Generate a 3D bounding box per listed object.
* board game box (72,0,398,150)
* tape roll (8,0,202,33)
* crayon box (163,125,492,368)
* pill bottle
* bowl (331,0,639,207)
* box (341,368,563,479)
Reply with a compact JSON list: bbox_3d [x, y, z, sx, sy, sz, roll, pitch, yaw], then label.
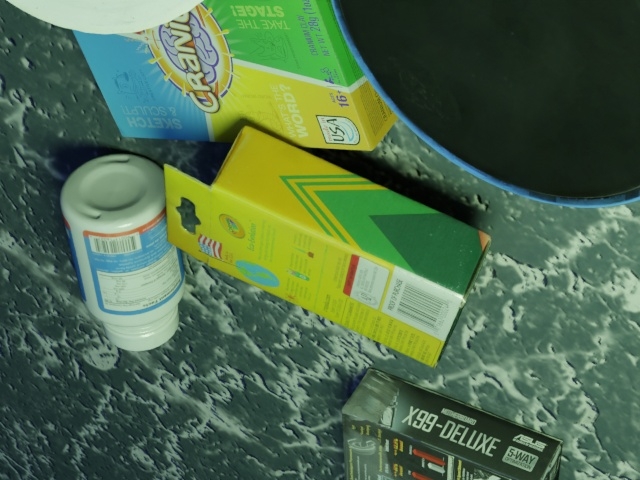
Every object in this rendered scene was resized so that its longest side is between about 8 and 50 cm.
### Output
[{"bbox_3d":[-0.102,-0.205,1.617,0.316,0.064,0.242,5,133,35],"label":"board game box"},{"bbox_3d":[-0.182,-0.321,1.390,0.286,0.100,0.286,6,121,11],"label":"tape roll"},{"bbox_3d":[0.000,0.000,1.680,0.318,0.081,0.202,24,157,5],"label":"crayon box"},{"bbox_3d":[-0.219,0.020,1.901,0.124,0.124,0.221,19,140,21],"label":"pill bottle"},{"bbox_3d":[0.173,-0.189,1.384,0.391,0.077,0.391,26,144,21],"label":"bowl"},{"bbox_3d":[0.150,0.311,1.958,0.242,0.076,0.307,19,139,22],"label":"box"}]
